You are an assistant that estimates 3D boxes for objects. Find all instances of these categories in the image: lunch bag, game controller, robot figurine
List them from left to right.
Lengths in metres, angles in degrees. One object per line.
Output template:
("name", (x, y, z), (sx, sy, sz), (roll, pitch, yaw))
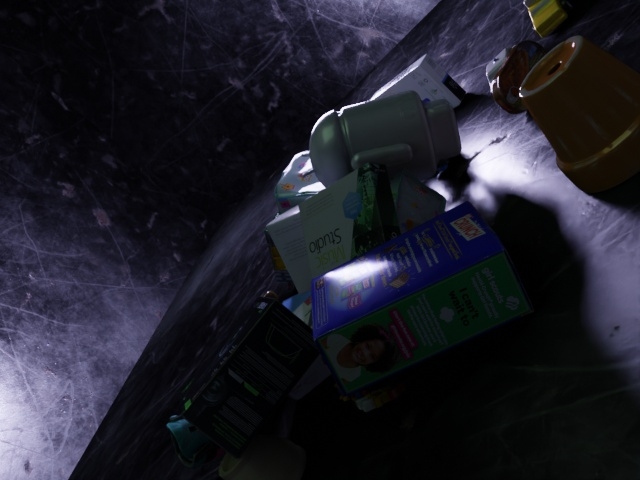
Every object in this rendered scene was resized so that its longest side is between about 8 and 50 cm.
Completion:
("game controller", (-0.062, 0.184, 1.995), (0.319, 0.067, 0.166), (-30, 24, 56))
("lunch bag", (0.015, -0.137, 2.009), (0.223, 0.108, 0.279), (0, 33, 16))
("robot figurine", (0.127, -0.211, 1.738), (0.353, 0.200, 0.300), (-14, 15, 5))
("lunch bag", (0.131, 0.016, 1.646), (0.223, 0.160, 0.262), (-31, 34, 45))

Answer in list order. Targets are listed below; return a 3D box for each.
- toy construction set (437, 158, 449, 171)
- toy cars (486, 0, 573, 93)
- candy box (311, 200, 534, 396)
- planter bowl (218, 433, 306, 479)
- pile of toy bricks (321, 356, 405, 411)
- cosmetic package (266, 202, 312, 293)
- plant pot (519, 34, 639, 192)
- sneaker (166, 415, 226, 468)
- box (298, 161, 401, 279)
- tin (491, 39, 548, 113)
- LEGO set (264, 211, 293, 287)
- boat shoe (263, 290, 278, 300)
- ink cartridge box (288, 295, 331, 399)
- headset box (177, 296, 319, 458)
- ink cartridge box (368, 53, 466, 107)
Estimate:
("toy construction set", (0.212, -0.198, 1.949), (0.215, 0.151, 0.328), (-19, 32, 17))
("toy cars", (0.505, -0.510, 1.951), (0.394, 0.087, 0.176), (-56, 16, -13))
("candy box", (0.149, 0.085, 1.278), (0.317, 0.122, 0.268), (-28, 16, 8))
("planter bowl", (-0.119, 0.424, 1.455), (0.162, 0.109, 0.162), (-46, 15, 16))
("pile of toy bricks", (0.083, 0.228, 1.381), (0.105, 0.118, 0.212), (-23, 0, -14))
("cosmetic package", (0.000, 0.000, 1.824), (0.151, 0.184, 0.151), (-21, 10, 28))
("plant pot", (0.424, -0.212, 1.238), (0.205, 0.188, 0.205), (-47, 14, 16))
("sneaker", (-0.229, 0.380, 1.660), (0.178, 0.124, 0.296), (-6, -45, -45))
("box", (0.068, 0.038, 1.548), (0.232, 0.058, 0.322), (-29, 68, 47))
("tin", (0.447, -0.360, 1.736), (0.190, 0.106, 0.040), (-56, 7, -25))
("LEGO set", (0.002, -0.005, 2.091), (0.254, 0.192, 0.331), (-3, 32, 14))
("boat shoe", (-0.146, 0.204, 2.027), (0.049, 0.056, 0.152), (-32, 37, 46))
("ink cartridge box", (-0.020, 0.220, 1.717), (0.158, 0.092, 0.218), (-43, 17, 27))
("headset box", (-0.143, 0.257, 1.487), (0.283, 0.131, 0.246), (-51, 7, -9))
("ink cartridge box", (0.261, -0.405, 2.308), (0.332, 0.165, 0.065), (-27, 26, 55))
